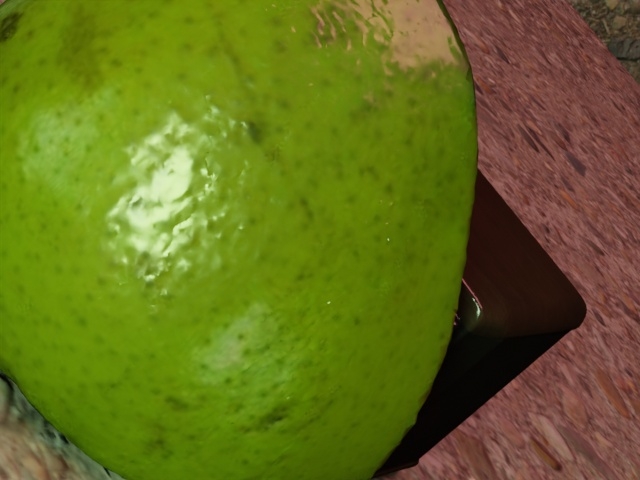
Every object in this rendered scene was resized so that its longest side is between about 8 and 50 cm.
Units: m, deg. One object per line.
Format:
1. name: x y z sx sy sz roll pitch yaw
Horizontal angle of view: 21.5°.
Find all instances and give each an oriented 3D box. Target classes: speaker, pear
1. speaker: 0.000 0.000 0.906 0.231 0.153 0.192 53 19 17
2. pear: -0.050 -0.035 0.739 0.288 0.239 0.139 51 19 15
